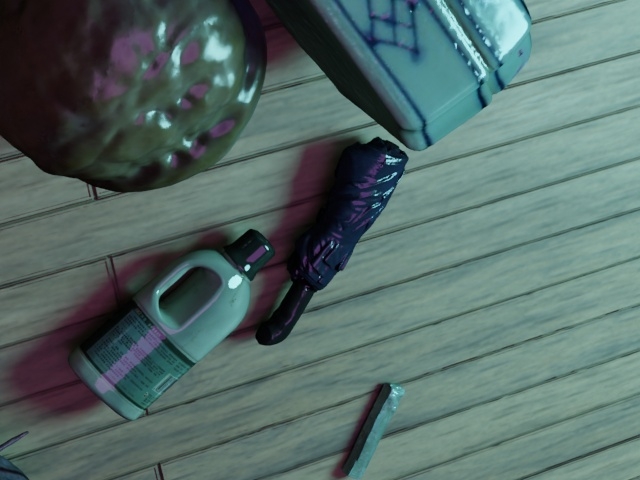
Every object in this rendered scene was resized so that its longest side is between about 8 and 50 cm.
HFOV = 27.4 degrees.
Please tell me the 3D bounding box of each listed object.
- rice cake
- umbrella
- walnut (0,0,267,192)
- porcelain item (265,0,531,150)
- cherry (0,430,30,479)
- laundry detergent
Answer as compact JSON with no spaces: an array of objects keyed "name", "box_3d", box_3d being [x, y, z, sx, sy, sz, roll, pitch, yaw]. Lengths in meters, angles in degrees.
[{"name":"rice cake","box_3d":[0.059,0.213,1.474,0.022,0.021,0.121,16,105,-38]},{"name":"umbrella","box_3d":[0.005,0.002,1.346,0.071,0.071,0.248,21,110,-28]},{"name":"walnut","box_3d":[-0.169,-0.158,1.094,0.248,0.248,0.248,-8,115,-19]},{"name":"porcelain item","box_3d":[0.035,-0.240,1.118,0.157,0.281,0.286,-40,119,1]},{"name":"cherry","box_3d":[-0.365,0.290,1.240,0.213,0.183,0.266,5,123,-9]},{"name":"laundry detergent","box_3d":[-0.137,0.074,1.305,0.225,0.070,0.099,-42,114,0]}]
